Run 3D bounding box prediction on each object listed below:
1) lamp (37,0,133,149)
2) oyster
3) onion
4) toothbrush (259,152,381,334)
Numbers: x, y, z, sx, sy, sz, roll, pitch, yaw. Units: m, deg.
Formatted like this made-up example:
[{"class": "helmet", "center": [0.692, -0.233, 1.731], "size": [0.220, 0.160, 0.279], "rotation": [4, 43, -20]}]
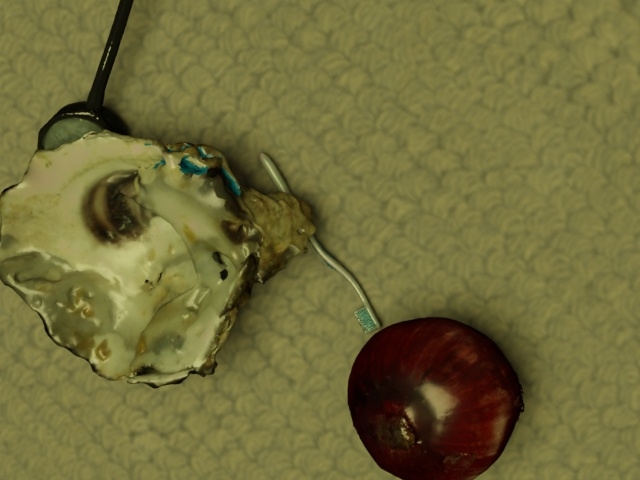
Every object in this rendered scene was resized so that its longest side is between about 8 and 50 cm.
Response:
[{"class": "lamp", "center": [-0.138, -0.224, 1.495], "size": [0.130, 0.108, 0.371], "rotation": [7, 116, 4]}, {"class": "oyster", "center": [-0.139, 0.003, 1.504], "size": [0.223, 0.083, 0.214], "rotation": [41, 111, 9]}, {"class": "onion", "center": [0.084, 0.119, 1.436], "size": [0.131, 0.131, 0.131], "rotation": [3, 100, 17]}, {"class": "toothbrush", "center": [0.000, 0.000, 1.501], "size": [0.017, 0.014, 0.162], "rotation": [-31, 88, 0]}]
